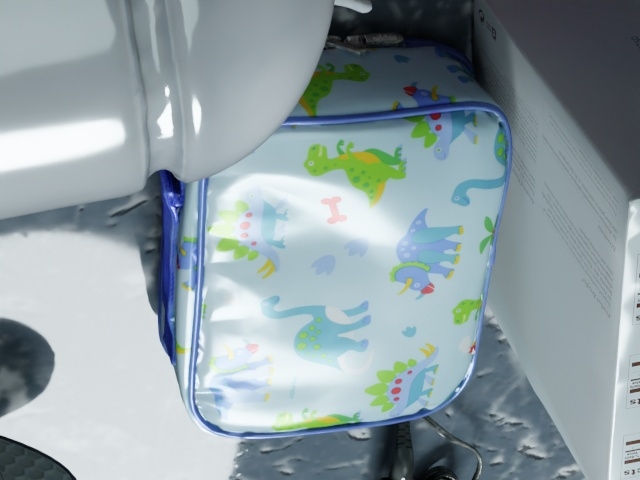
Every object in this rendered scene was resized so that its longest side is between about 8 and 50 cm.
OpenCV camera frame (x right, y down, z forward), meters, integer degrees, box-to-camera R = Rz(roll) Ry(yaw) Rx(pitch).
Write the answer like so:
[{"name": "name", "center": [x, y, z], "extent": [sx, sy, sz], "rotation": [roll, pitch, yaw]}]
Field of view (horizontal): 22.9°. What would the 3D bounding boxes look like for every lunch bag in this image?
[{"name": "lunch bag", "center": [0.000, 0.000, 0.831], "extent": [0.176, 0.090, 0.219], "rotation": [-7, 129, -15]}]

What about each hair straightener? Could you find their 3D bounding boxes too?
[{"name": "hair straightener", "center": [0.062, 0.200, 1.052], "extent": [0.089, 0.047, 0.230], "rotation": [-18, 128, -31]}]

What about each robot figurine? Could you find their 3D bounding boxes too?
[{"name": "robot figurine", "center": [-0.146, -0.105, 0.626], "extent": [0.354, 0.199, 0.300], "rotation": [-12, 157, -10]}]

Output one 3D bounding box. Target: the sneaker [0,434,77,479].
[{"name": "sneaker", "center": [-0.250, 0.191, 0.888], "extent": [0.226, 0.086, 0.163], "rotation": [2, 116, -8]}]

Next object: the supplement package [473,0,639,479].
[{"name": "supplement package", "center": [0.179, -0.013, 0.813], "extent": [0.149, 0.194, 0.203], "rotation": [-13, 130, -10]}]
